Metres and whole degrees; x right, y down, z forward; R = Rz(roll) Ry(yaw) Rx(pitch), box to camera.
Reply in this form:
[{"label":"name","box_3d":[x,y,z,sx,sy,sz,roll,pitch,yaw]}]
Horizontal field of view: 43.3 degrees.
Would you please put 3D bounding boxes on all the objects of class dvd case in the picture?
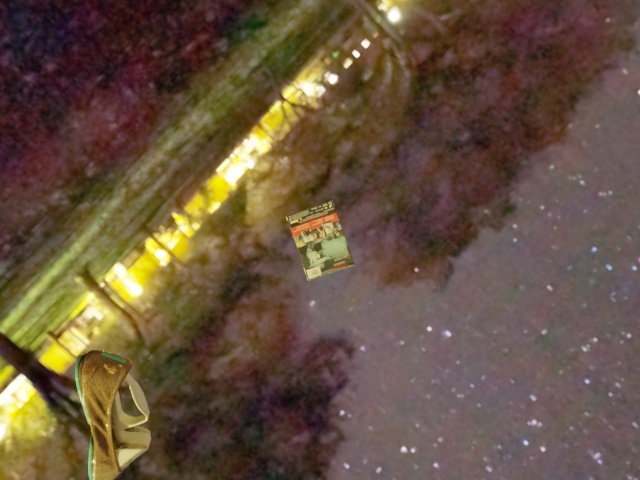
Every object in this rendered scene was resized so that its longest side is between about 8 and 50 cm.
[{"label":"dvd case","box_3d":[0.000,0.000,1.394,0.087,0.119,0.013,-20,175,7]}]

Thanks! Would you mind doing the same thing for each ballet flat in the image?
[{"label":"ballet flat","box_3d":[-0.394,0.354,1.563,0.116,0.124,0.342,-93,-174,-61]}]
